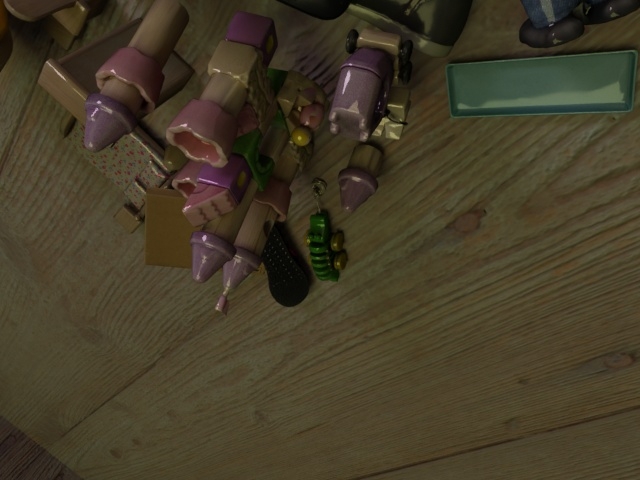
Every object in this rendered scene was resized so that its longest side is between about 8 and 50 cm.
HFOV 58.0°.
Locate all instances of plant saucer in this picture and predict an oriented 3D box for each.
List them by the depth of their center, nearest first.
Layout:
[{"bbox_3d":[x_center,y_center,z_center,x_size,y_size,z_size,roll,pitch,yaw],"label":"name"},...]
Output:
[{"bbox_3d":[0.235,-0.169,0.629,0.192,0.018,0.067,3,128,26],"label":"plant saucer"}]

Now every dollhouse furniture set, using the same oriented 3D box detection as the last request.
[{"bbox_3d":[-0.361,-0.157,0.858,0.303,0.174,0.355,45,134,-10],"label":"dollhouse furniture set"}]

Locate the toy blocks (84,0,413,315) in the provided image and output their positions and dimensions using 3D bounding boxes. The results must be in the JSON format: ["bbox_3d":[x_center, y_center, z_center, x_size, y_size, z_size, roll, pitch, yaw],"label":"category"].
[{"bbox_3d":[-0.081,-0.068,0.656,0.309,0.260,0.288,16,159,15],"label":"toy blocks"}]

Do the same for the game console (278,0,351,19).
[{"bbox_3d":[-0.053,-0.317,0.425,0.250,0.173,0.293,21,131,-7],"label":"game console"}]

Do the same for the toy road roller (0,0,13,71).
[{"bbox_3d":[-0.549,-0.334,0.711,0.202,0.240,0.330,-25,78,41],"label":"toy road roller"}]

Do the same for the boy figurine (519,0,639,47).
[{"bbox_3d":[0.176,-0.309,0.478,0.177,0.092,0.285,-26,114,4],"label":"boy figurine"}]

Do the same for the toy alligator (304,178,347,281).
[{"bbox_3d":[0.000,0.000,0.875,0.056,0.051,0.190,7,129,23],"label":"toy alligator"}]

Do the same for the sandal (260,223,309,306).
[{"bbox_3d":[-0.066,0.034,0.944,0.067,0.040,0.179,-18,122,5],"label":"sandal"}]

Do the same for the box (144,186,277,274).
[{"bbox_3d":[-0.176,-0.010,0.921,0.201,0.021,0.164,6,136,-12],"label":"box"}]

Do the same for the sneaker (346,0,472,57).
[{"bbox_3d":[0.061,-0.292,0.590,0.222,0.083,0.118,28,125,1],"label":"sneaker"}]
